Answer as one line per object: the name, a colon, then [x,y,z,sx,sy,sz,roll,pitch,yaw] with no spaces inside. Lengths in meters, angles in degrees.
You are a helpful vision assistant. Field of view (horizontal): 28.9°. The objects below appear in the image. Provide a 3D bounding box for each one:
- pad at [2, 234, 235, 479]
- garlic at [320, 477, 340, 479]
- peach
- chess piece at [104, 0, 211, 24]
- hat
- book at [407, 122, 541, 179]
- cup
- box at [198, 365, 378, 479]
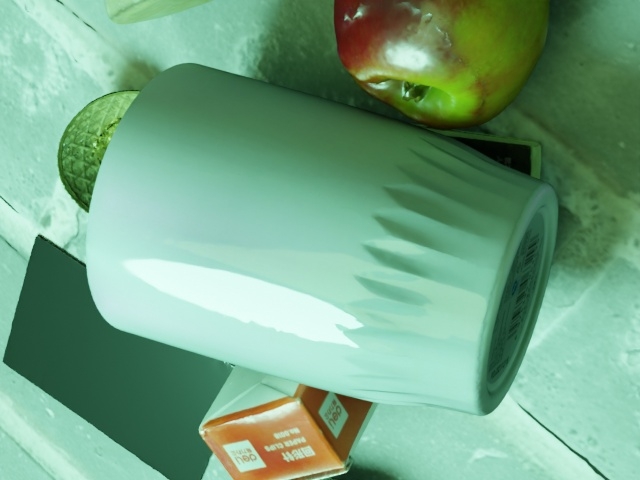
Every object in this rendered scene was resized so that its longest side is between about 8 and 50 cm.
pad: [-0.238,0.147,1.445,0.299,0.005,0.202,31,122,15]
garlic: [-0.038,0.306,1.326,0.229,0.178,0.143,-23,65,16]
peach: [0.103,-0.200,1.019,0.197,0.197,0.197,11,114,25]
chess piece: [-0.161,-0.363,1.127,0.167,0.167,0.300,-16,94,33]
hat: [-0.205,-0.096,1.302,0.146,0.067,0.146,-6,114,-13]
book: [0.095,-0.031,1.178,0.228,0.024,0.160,10,114,26]
cup: [0.000,0.000,1.079,0.371,0.253,0.253,15,116,21]
box: [-0.016,0.149,1.213,0.133,0.182,0.099,-20,113,30]
